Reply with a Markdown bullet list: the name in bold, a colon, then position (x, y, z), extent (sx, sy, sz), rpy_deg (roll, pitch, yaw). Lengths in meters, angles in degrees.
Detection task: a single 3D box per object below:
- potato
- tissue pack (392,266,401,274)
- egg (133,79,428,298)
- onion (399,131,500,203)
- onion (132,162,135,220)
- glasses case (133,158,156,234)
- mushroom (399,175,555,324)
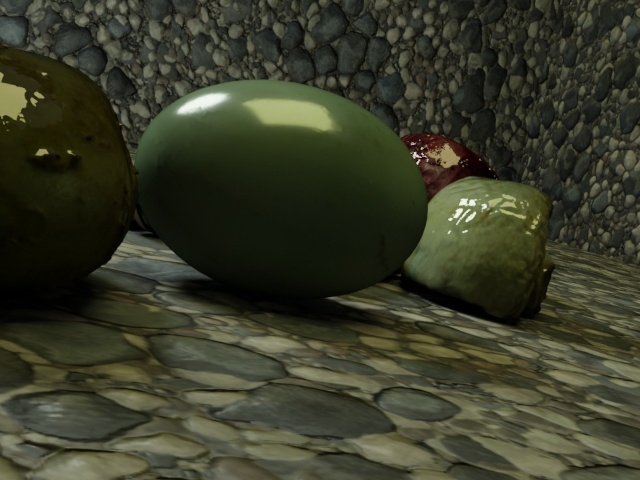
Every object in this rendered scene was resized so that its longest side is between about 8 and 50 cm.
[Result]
- **potato**: position (-0.234, -0.056, 0.689), extent (0.210, 0.173, 0.307), rpy_deg (11, 8, -3)
- **tissue pack**: position (0.000, 0.000, 1.185), extent (0.170, 0.071, 0.325), rpy_deg (17, 6, 21)
- **egg**: position (-0.035, -0.047, 0.887), extent (0.283, 0.203, 0.203), rpy_deg (15, 5, -9)
- **onion**: position (0.168, -0.042, 1.464), extent (0.252, 0.219, 0.252), rpy_deg (40, -18, 16)
- **onion**: position (-0.320, -0.094, 1.204), extent (0.247, 0.111, 0.250), rpy_deg (13, 4, 21)
- **glasses case**: position (-0.128, -0.060, 1.230), extent (0.075, 0.122, 0.314), rpy_deg (10, 4, 35)
- **mushroom**: position (0.207, -0.001, 1.203), extent (0.190, 0.164, 0.267), rpy_deg (16, 6, 20)
